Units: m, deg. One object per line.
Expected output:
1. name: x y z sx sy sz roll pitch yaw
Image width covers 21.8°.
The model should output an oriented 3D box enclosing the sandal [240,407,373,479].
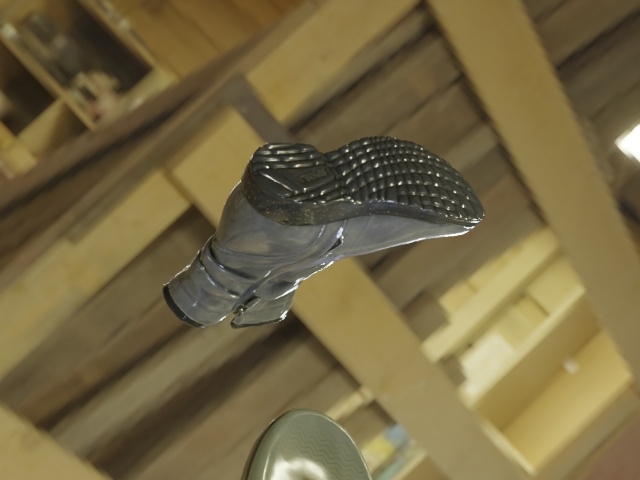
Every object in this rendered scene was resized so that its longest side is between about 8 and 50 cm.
1. sandal: 0.014 0.238 1.103 0.120 0.086 0.303 25 39 -26

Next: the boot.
1. boot: 0.000 0.000 1.307 0.246 0.161 0.083 1 48 -41
